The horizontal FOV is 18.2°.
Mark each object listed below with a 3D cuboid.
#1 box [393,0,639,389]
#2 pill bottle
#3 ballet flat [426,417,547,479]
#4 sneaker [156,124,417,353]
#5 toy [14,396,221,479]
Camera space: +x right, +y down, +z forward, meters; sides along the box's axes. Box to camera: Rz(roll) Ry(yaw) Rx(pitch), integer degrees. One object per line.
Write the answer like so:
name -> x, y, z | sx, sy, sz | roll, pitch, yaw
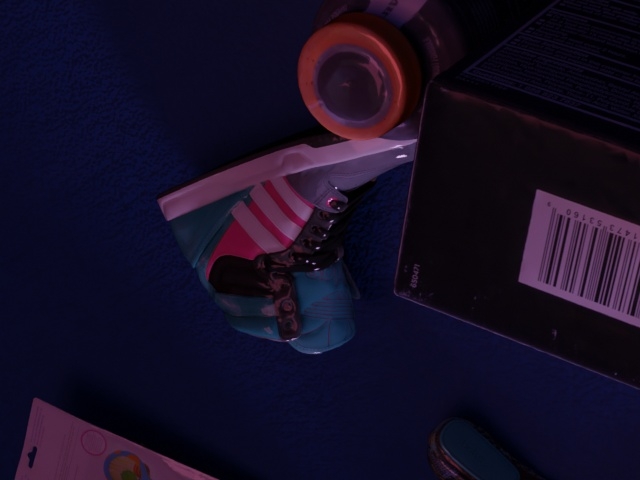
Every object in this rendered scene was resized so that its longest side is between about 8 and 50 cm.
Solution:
box -> 0.254, -0.041, 1.399 | 0.296, 0.294, 0.183 | 22, 124, 21
pill bottle -> 0.077, -0.154, 1.481 | 0.130, 0.245, 0.130 | 12, 118, 25
ballet flat -> 0.167, 0.228, 1.731 | 0.188, 0.070, 0.070 | 45, 127, 7
sneaker -> 0.000, 0.000, 1.673 | 0.295, 0.123, 0.178 | -18, 97, 43
toy -> -0.177, 0.244, 1.938 | 0.237, 0.056, 0.137 | 24, 119, 13
